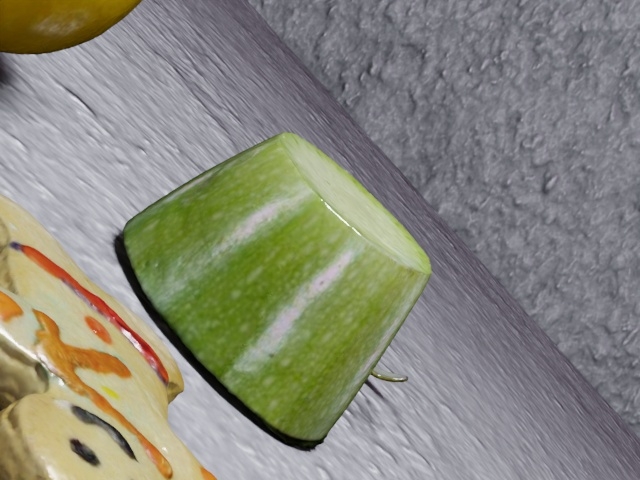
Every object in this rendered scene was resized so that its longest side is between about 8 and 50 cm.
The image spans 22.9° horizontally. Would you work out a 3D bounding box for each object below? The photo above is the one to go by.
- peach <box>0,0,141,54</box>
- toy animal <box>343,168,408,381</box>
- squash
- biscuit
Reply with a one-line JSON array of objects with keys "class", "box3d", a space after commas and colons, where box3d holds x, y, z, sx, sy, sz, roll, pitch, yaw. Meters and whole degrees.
[{"class": "peach", "box3d": [-0.196, -0.214, 0.885, 0.251, 0.153, 0.251, 38, 19, -16]}, {"class": "toy animal", "box3d": [0.000, 0.000, 1.142, 0.219, 0.095, 0.155, 45, 13, -22]}, {"class": "squash", "box3d": [-0.023, 0.018, 0.893, 0.170, 0.123, 0.170, 41, 13, -12]}, {"class": "biscuit", "box3d": [-0.093, 0.061, 0.624, 0.153, 0.030, 0.234, 43, 9, -20]}]
